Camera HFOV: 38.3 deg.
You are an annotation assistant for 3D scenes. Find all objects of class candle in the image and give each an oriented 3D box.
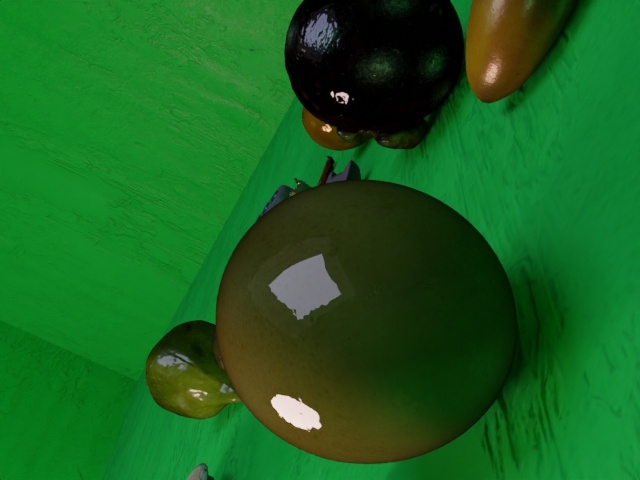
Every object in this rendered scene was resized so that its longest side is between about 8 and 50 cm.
[{"bbox_3d":[-0.001,-0.108,2.006,0.026,0.021,0.167,81,-154,-61],"label":"candle"}]

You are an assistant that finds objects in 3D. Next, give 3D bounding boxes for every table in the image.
[{"bbox_3d":[-0.035,-0.073,1.910,0.079,0.083,0.062,-58,13,30],"label":"table"}]

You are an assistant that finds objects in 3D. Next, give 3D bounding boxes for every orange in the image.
[{"bbox_3d":[0.043,-0.250,1.828,0.136,0.159,0.159,52,125,32],"label":"orange"}]

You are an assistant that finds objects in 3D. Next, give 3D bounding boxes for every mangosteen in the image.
[{"bbox_3d":[0.084,-0.275,1.408,0.288,0.288,0.288,-59,12,21],"label":"mangosteen"}]

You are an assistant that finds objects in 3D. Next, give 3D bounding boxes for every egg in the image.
[{"bbox_3d":[0.038,0.071,0.811,0.250,0.250,0.322,-65,16,-7],"label":"egg"}]

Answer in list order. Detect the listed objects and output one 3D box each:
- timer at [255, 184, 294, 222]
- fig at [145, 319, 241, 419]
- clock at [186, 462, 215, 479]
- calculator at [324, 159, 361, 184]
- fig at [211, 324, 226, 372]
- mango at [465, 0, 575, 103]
[{"bbox_3d":[-0.122,-0.025,2.244,0.208,0.069,0.191,-51,16,44],"label":"timer"},{"bbox_3d":[-0.232,0.278,1.857,0.275,0.206,0.206,20,83,56],"label":"fig"},{"bbox_3d":[-0.224,0.497,1.559,0.236,0.053,0.236,-62,11,22],"label":"clock"},{"bbox_3d":[0.001,0.001,1.707,0.294,0.043,0.194,-69,13,-10],"label":"calculator"},{"bbox_3d":[-0.101,0.182,1.654,0.126,0.185,0.133,64,-146,-49],"label":"fig"},{"bbox_3d":[0.232,-0.265,1.079,0.145,0.112,0.219,-104,30,-73],"label":"mango"}]
